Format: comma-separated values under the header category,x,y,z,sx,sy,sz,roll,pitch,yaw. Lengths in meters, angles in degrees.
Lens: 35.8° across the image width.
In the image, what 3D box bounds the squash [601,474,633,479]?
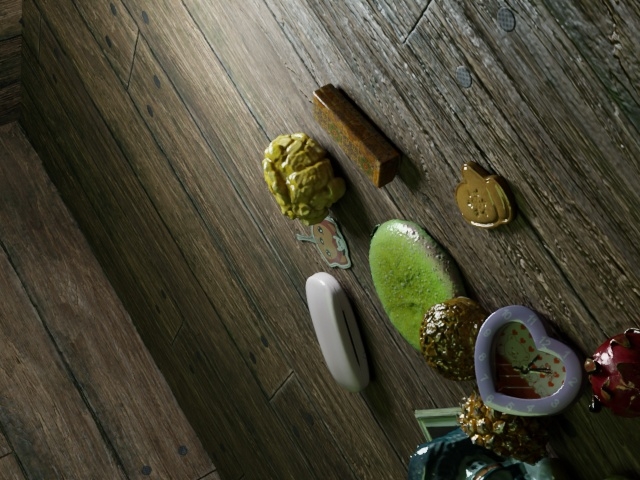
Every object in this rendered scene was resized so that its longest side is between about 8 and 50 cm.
category,x,y,z,sx,sy,sz,roll,pitch,yaw
squash,0.472,0.459,1.680,0.083,0.083,0.250,55,156,18

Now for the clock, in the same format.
category,x,y,z,sx,sy,sz,roll,pitch,yaw
clock,0.340,0.215,1.649,0.172,0.064,0.198,-51,58,14

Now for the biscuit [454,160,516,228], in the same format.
category,x,y,z,sx,sy,sz,roll,pitch,yaw
biscuit,0.264,-0.075,1.643,0.118,0.023,0.140,64,155,-2

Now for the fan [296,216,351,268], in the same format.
category,x,y,z,sx,sy,sz,roll,pitch,yaw
fan,0.000,0.000,2.222,0.220,0.009,0.132,10,121,59

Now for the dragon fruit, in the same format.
category,x,y,z,sx,sy,sz,roll,pitch,yaw
dragon fruit,0.449,0.191,1.430,0.166,0.136,0.133,61,-150,-75

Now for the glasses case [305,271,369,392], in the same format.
category,x,y,z,sx,sy,sz,roll,pitch,yaw
glasses case,0.040,0.212,2.263,0.113,0.075,0.296,14,126,57

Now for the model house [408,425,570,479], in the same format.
category,x,y,z,sx,sy,sz,roll,pitch,yaw
model house,0.331,0.459,1.742,0.291,0.253,0.184,20,110,50

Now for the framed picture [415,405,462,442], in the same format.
category,x,y,z,sx,sy,sz,roll,pitch,yaw
framed picture,0.308,0.448,2.041,0.231,0.018,0.293,64,155,1

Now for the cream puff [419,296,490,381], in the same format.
category,x,y,z,sx,sy,sz,roll,pitch,yaw
cream puff,0.247,0.184,1.770,0.150,0.115,0.165,-30,107,40

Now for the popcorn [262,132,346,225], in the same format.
category,x,y,z,sx,sy,sz,roll,pitch,yaw
popcorn,-0.040,-0.122,2.046,0.163,0.140,0.194,25,136,60

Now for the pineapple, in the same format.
category,x,y,z,sx,sy,sz,roll,pitch,yaw
pineapple,0.337,0.291,1.729,0.176,0.161,0.136,31,106,28

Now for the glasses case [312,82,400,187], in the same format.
category,x,y,z,sx,sy,sz,roll,pitch,yaw
glasses case,0.066,-0.201,1.871,0.218,0.049,0.075,50,157,28

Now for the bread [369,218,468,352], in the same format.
category,x,y,z,sx,sy,sz,roll,pitch,yaw
bread,0.183,0.093,1.925,0.301,0.045,0.301,41,143,40
